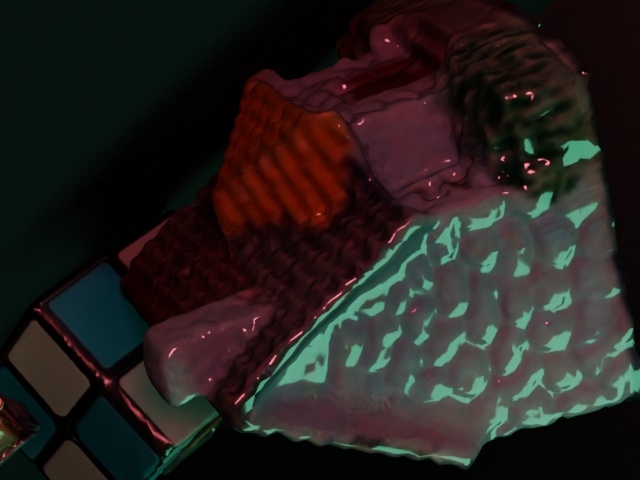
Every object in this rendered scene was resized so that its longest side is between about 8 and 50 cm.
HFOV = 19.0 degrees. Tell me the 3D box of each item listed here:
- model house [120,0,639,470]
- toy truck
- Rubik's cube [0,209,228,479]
[{"bbox_3d":[0.000,0.000,1.448,0.339,0.297,0.360,-20,-157,-14],"label":"model house"},{"bbox_3d":[-0.264,0.137,1.415,0.083,0.092,0.192,-42,175,-6],"label":"toy truck"},{"bbox_3d":[-0.158,0.111,1.624,0.180,0.167,0.183,-38,172,-38],"label":"Rubik's cube"}]
